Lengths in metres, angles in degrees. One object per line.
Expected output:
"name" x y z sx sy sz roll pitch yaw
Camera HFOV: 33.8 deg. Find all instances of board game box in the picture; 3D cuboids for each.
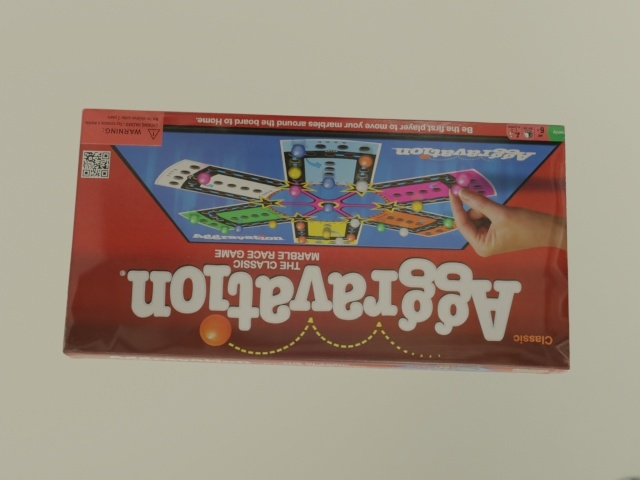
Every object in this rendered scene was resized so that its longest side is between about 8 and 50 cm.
"board game box" 0.000 0.000 0.606 0.281 0.027 0.145 2 -102 -1
